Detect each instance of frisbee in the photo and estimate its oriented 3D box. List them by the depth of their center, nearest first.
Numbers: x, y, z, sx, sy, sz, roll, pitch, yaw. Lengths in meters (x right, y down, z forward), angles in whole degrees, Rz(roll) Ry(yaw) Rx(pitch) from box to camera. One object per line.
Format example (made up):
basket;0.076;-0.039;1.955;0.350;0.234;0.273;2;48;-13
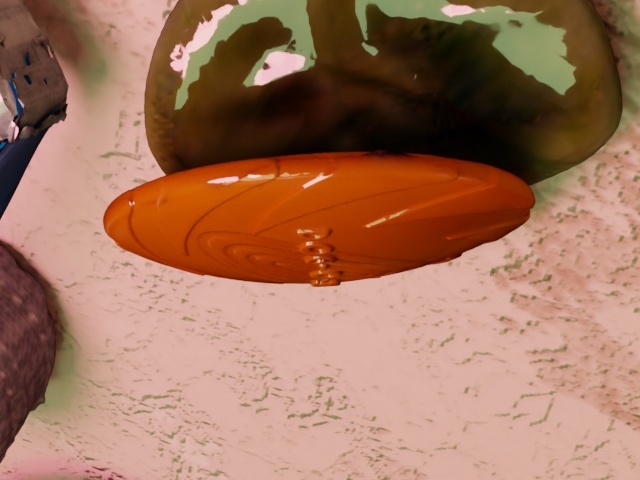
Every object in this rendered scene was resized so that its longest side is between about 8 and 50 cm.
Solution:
frisbee;0.000;0.000;0.651;0.192;0.035;0.192;-3;169;-1

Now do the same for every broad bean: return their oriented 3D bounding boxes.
broad bean;0.023;-0.078;0.635;0.206;0.072;0.153;-8;130;16

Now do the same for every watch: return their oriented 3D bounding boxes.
watch;-0.238;-0.014;0.719;0.274;0.068;0.276;-27;99;20

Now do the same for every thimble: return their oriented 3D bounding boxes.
thimble;-0.231;0.066;0.854;0.150;0.098;0.150;14;134;14
